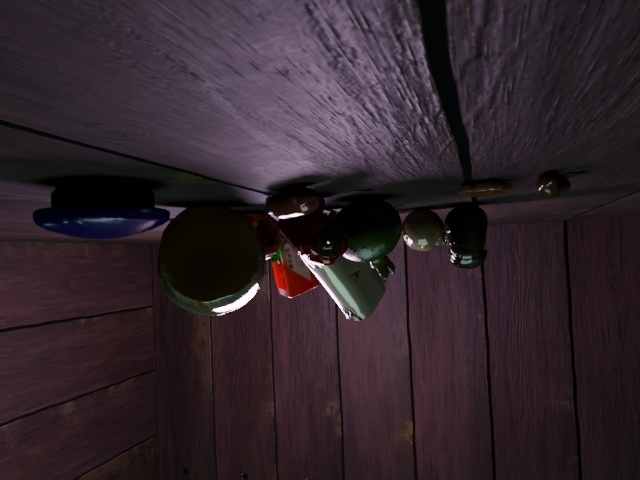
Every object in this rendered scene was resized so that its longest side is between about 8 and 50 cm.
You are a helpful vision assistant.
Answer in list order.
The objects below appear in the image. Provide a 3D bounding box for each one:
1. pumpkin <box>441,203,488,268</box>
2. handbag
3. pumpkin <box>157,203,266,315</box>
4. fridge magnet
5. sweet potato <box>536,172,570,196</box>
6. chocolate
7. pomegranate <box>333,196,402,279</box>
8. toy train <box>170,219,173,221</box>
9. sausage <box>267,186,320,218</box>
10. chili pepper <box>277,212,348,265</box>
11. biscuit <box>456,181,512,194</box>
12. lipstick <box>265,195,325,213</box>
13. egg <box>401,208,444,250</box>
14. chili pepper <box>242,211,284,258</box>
[{"bbox_3d":[0.516,-0.015,1.884,0.159,0.238,0.238,3,179,11],"label":"pumpkin"},{"bbox_3d":[0.089,0.085,1.851,0.160,0.237,0.358,-1,138,40],"label":"handbag"},{"bbox_3d":[-0.317,0.038,1.513,0.332,0.332,0.199,-2,164,-7],"label":"pumpkin"},{"bbox_3d":[-0.451,-0.059,1.100,0.265,0.113,0.265,-2,178,0],"label":"fridge magnet"},{"bbox_3d":[0.544,-0.128,1.235,0.053,0.054,0.182,7,-174,36],"label":"sweet potato"},{"bbox_3d":[-0.140,0.084,2.476,0.161,0.341,0.360,-12,179,-12],"label":"chocolate"},{"bbox_3d":[0.144,-0.006,1.549,0.211,0.263,0.211,-19,-162,6],"label":"pomegranate"},{"bbox_3d":[-0.486,-0.046,2.031,0.176,0.074,0.118,0,174,-4],"label":"toy train"},{"bbox_3d":[-0.066,-0.091,1.266,0.077,0.077,0.194,-1,179,-30],"label":"sausage"},{"bbox_3d":[0.004,0.002,1.424,0.134,0.131,0.338,-13,-160,-23],"label":"chili pepper"},{"bbox_3d":[0.420,-0.131,1.333,0.133,0.027,0.184,-5,178,38],"label":"biscuit"},{"bbox_3d":[-0.067,-0.096,1.422,0.158,0.048,0.048,-2,178,-24],"label":"lipstick"},{"bbox_3d":[0.385,-0.038,1.980,0.164,0.164,0.201,-3,166,22],"label":"egg"},{"bbox_3d":[-0.279,-0.006,1.881,0.251,0.229,0.305,1,166,-22],"label":"chili pepper"}]
